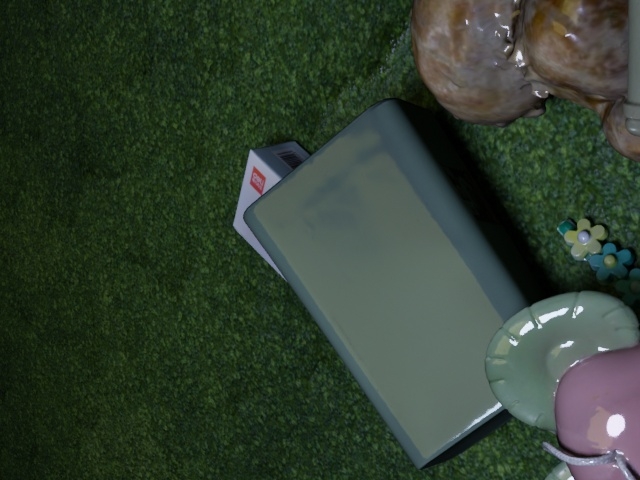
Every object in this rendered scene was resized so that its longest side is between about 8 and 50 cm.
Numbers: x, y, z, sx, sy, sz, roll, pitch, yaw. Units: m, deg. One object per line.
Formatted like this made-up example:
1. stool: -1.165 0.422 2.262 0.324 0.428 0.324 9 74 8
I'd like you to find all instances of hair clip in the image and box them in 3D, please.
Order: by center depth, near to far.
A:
1. hair clip: 0.299 0.030 1.273 0.173 0.049 0.049 50 138 32

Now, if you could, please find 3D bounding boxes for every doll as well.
1. doll: 0.295 0.175 1.155 0.268 0.216 0.284 -19 92 23

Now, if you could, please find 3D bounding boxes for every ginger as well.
1. ginger: 0.221 -0.187 1.186 0.304 0.155 0.245 25 140 41

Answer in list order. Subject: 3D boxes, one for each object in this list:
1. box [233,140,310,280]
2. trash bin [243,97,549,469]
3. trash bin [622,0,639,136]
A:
1. box: 0.000 0.000 1.622 0.269 0.079 0.135 44 134 35
2. trash bin: 0.110 0.048 1.387 0.223 0.158 0.343 -39 74 19
3. trash bin: 0.358 -0.205 0.988 0.243 0.121 0.247 3 104 26
